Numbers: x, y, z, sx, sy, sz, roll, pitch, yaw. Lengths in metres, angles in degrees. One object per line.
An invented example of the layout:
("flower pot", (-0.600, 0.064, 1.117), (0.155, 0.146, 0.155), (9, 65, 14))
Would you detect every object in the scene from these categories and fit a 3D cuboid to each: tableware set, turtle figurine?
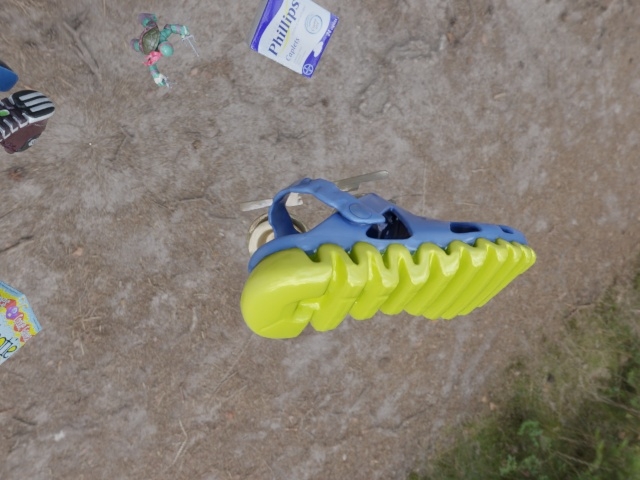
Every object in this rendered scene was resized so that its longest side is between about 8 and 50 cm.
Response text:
("tableware set", (0.000, 0.000, 0.502), (0.194, 0.039, 0.128), (-11, 110, 11))
("turtle figurine", (-0.436, -0.532, 1.132), (0.175, 0.234, 0.118), (-50, 149, 4))

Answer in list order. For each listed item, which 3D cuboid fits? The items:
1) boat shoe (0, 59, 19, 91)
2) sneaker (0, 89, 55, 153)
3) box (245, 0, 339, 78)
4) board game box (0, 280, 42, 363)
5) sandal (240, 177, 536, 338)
("boat shoe", (-0.806, -0.407, 0.916), (0.089, 0.258, 0.109), (42, 84, 3))
("sneaker", (-0.766, -0.240, 0.969), (0.106, 0.162, 0.281), (52, 47, -1))
("box", (-0.057, -0.409, 0.806), (0.137, 0.072, 0.126), (16, 120, -27))
("board game box", (-0.733, 0.207, 0.810), (0.275, 0.142, 0.144), (-57, 168, -44))
("sandal", (0.074, 0.003, 0.409), (0.318, 0.138, 0.126), (3, 138, -26))
